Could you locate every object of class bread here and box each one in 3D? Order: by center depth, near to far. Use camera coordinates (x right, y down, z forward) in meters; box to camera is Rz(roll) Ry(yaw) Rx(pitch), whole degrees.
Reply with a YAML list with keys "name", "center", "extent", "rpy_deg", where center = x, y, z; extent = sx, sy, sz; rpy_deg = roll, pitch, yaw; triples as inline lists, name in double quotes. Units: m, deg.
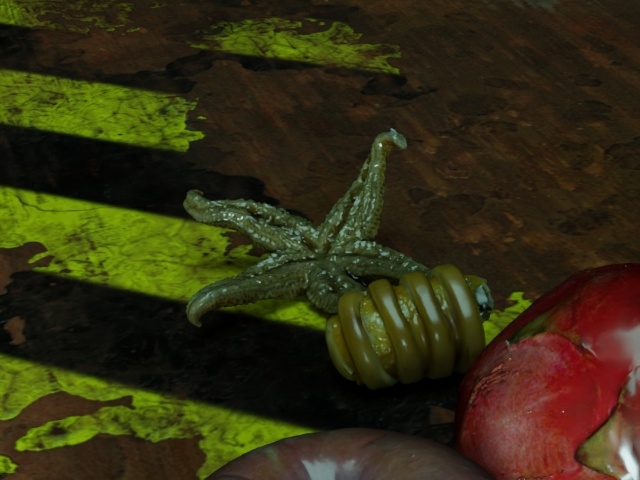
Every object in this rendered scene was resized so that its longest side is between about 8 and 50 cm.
- name: "bread"
  center: [0.093, 0.088, 1.668]
  extent: [0.177, 0.084, 0.119]
  rpy_deg: [-13, 56, -9]

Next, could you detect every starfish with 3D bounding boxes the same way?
- name: "starfish"
  center: [0.002, 0.005, 1.840]
  extent: [0.375, 0.094, 0.327]
  rpy_deg: [14, 52, 22]

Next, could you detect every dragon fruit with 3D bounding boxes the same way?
- name: "dragon fruit"
  center: [0.251, 0.163, 1.299]
  extent: [0.296, 0.302, 0.295]
  rpy_deg: [23, 46, -26]

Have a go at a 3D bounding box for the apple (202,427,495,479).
- name: "apple"
  center: [0.013, 0.279, 1.162]
  extent: [0.306, 0.235, 0.305]
  rpy_deg: [-5, 25, 2]
